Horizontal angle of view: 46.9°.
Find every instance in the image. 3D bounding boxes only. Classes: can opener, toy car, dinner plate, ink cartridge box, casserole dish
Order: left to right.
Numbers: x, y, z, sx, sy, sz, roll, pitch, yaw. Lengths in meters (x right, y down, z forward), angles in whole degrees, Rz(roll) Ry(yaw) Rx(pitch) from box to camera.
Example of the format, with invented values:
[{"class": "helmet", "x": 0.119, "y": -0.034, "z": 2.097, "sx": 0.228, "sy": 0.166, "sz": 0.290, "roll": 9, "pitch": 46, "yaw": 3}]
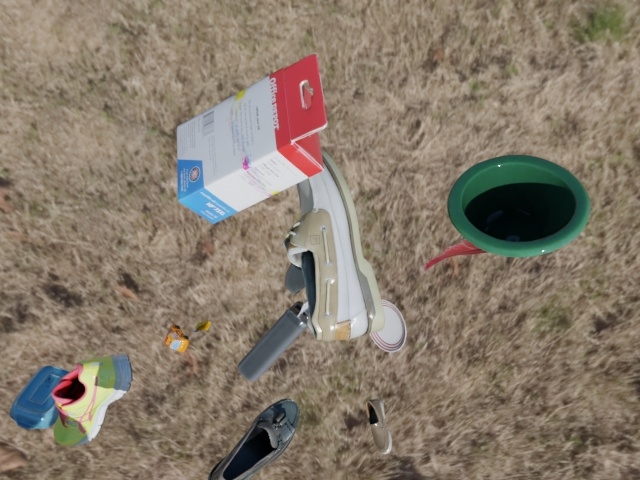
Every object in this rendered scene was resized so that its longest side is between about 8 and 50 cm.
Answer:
[{"class": "casserole dish", "x": -0.638, "y": 0.356, "z": 1.714, "sx": 0.114, "sy": 0.037, "sz": 0.188, "roll": 17, "pitch": 35, "yaw": 5}, {"class": "toy car", "x": -0.273, "y": 0.177, "z": 1.464, "sx": 0.122, "sy": 0.041, "sz": 0.060, "roll": -44, "pitch": 67, "yaw": 34}, {"class": "ink cartridge box", "x": -0.078, "y": -0.132, "z": 0.975, "sx": 0.231, "sy": 0.078, "sz": 0.134, "roll": -23, "pitch": 54, "yaw": 23}, {"class": "can opener", "x": -0.054, "y": 0.126, "z": 1.281, "sx": 0.093, "sy": 0.074, "sz": 0.280, "roll": 40, "pitch": 110, "yaw": 9}, {"class": "dinner plate", "x": 0.173, "y": 0.220, "z": 1.914, "sx": 0.017, "sy": 0.141, "sz": 0.141, "roll": -13, "pitch": 67, "yaw": -39}]

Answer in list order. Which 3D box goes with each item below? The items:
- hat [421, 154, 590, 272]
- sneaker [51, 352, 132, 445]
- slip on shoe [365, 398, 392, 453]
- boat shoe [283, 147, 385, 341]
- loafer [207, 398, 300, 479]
[{"class": "hat", "x": 0.263, "y": 0.001, "z": 1.020, "sx": 0.173, "sy": 0.183, "sz": 0.208, "roll": -33, "pitch": 49, "yaw": -14}, {"class": "sneaker", "x": -0.374, "y": 0.242, "z": 1.131, "sx": 0.208, "sy": 0.094, "sz": 0.081, "roll": -53, "pitch": 51, "yaw": 27}, {"class": "slip on shoe", "x": 0.142, "y": 0.461, "z": 1.832, "sx": 0.051, "sy": 0.041, "sz": 0.135, "roll": -23, "pitch": 64, "yaw": 38}, {"class": "boat shoe", "x": 0.000, "y": 0.000, "z": 1.084, "sx": 0.103, "sy": 0.113, "sz": 0.302, "roll": -14, "pitch": 71, "yaw": -13}, {"class": "loafer", "x": -0.128, "y": 0.438, "z": 1.581, "sx": 0.096, "sy": 0.084, "sz": 0.267, "roll": 42, "pitch": 56, "yaw": 7}]
